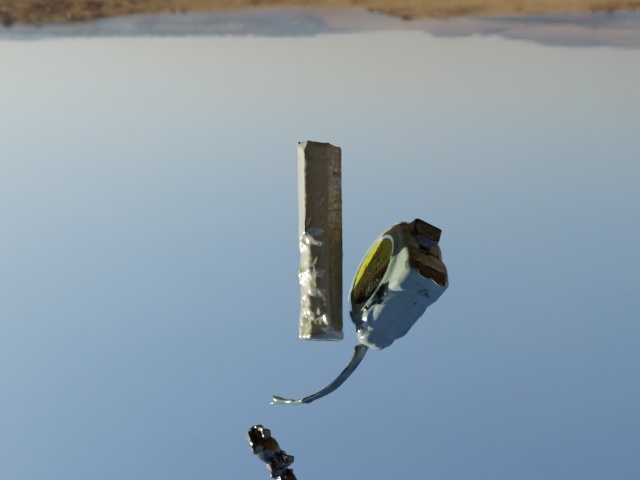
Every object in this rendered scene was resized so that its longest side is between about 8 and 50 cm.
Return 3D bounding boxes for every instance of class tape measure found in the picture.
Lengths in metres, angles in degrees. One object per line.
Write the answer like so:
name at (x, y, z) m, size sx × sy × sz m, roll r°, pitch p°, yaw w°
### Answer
tape measure at (0.052, 0.110, 1.301) m, size 0.084 × 0.330 × 0.164 m, roll 30°, pitch -143°, yaw -11°

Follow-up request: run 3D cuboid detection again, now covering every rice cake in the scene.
rice cake at (0.000, 0.000, 1.275) m, size 0.057 × 0.256 × 0.052 m, roll -1°, pitch 175°, yaw 0°

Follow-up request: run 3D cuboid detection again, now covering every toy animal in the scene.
toy animal at (-0.069, 0.344, 1.572) m, size 0.047 × 0.136 × 0.065 m, roll -40°, pitch -165°, yaw -14°
